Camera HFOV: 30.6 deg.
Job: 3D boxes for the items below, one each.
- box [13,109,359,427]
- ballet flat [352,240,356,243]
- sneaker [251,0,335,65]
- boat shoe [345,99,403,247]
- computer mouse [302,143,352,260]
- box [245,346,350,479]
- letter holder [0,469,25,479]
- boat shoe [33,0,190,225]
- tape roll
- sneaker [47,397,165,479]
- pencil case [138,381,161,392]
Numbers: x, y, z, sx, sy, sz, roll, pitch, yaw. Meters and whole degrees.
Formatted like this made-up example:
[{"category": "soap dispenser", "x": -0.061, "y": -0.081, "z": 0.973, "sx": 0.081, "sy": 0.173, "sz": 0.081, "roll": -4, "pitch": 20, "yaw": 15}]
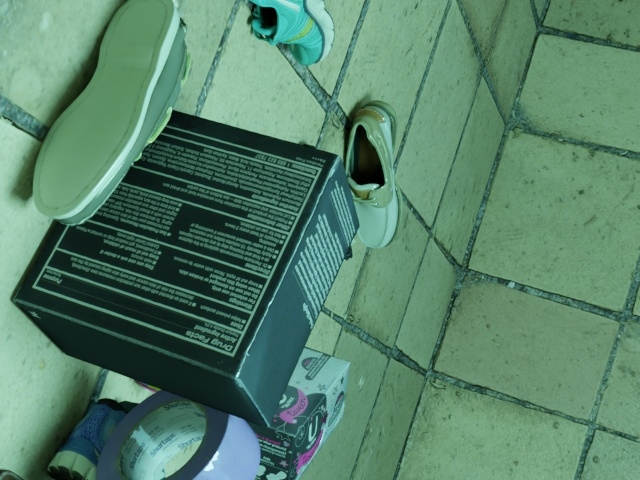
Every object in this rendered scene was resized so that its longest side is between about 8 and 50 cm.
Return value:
[{"category": "box", "x": -0.150, "y": 0.025, "z": 1.400, "sx": 0.183, "sy": 0.296, "sz": 0.294, "roll": 71, "pitch": 40, "yaw": -60}, {"category": "ballet flat", "x": 0.000, "y": 0.000, "z": 2.140, "sx": 0.241, "sy": 0.077, "sz": 0.091, "roll": -28, "pitch": 132, "yaw": -64}, {"category": "sneaker", "x": -0.055, "y": -0.334, "z": 1.725, "sx": 0.110, "sy": 0.107, "sz": 0.275, "roll": -41, "pitch": 160, "yaw": -5}, {"category": "boat shoe", "x": 0.092, "y": -0.115, "z": 2.274, "sx": 0.103, "sy": 0.113, "sz": 0.302, "roll": -43, "pitch": 134, "yaw": -54}, {"category": "computer mouse", "x": 0.005, "y": -0.063, "z": 2.062, "sx": 0.071, "sy": 0.041, "sz": 0.242, "roll": -94, "pitch": 165, "yaw": -62}, {"category": "box", "x": -0.068, "y": 0.302, "z": 2.055, "sx": 0.247, "sy": 0.163, "sz": 0.142, "roll": -47, "pitch": 149, "yaw": -54}, {"category": "letter holder", "x": -0.356, "y": 0.453, "z": 1.392, "sx": 0.214, "sy": 0.152, "sz": 0.302, "roll": 65, "pitch": 44, "yaw": -60}, {"category": "boat shoe", "x": -0.228, "y": -0.139, "z": 1.335, "sx": 0.091, "sy": 0.109, "sz": 0.305, "roll": 65, "pitch": 41, "yaw": -56}, {"category": "tape roll", "x": -0.174, "y": 0.269, "z": 1.434, "sx": 0.080, "sy": 0.189, "sz": 0.189, "roll": 57, "pitch": 47, "yaw": -35}, {"category": "sneaker", "x": -0.248, "y": 0.311, "z": 1.614, "sx": 0.147, "sy": 0.130, "sz": 0.330, "roll": -64, "pitch": 159, "yaw": -20}, {"category": "pencil case", "x": -0.184, "y": 0.117, "z": 1.686, "sx": 0.104, "sy": 0.104, "sz": 0.236, "roll": 76, "pitch": 34, "yaw": -56}]
